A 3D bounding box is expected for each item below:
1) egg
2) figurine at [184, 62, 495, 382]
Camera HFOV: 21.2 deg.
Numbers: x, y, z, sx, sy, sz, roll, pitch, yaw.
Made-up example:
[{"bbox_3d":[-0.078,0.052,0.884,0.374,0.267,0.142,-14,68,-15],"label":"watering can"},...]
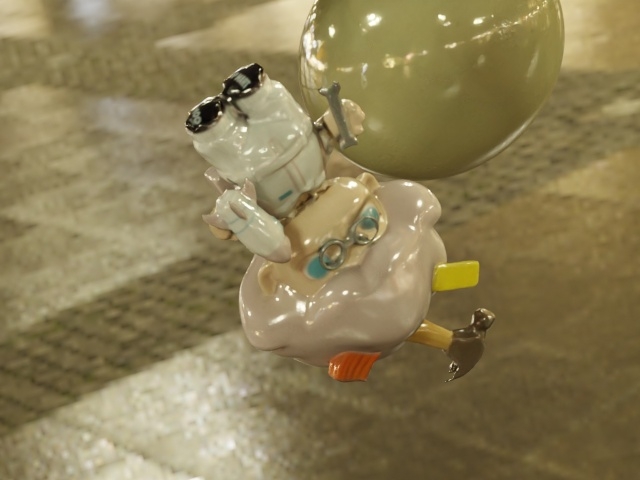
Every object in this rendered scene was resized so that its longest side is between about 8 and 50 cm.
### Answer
[{"bbox_3d":[0.083,-0.142,1.289,0.186,0.186,0.242,-24,-6,-31],"label":"egg"},{"bbox_3d":[0.000,0.000,0.982,0.137,0.229,0.112,-46,31,-17],"label":"figurine"}]
